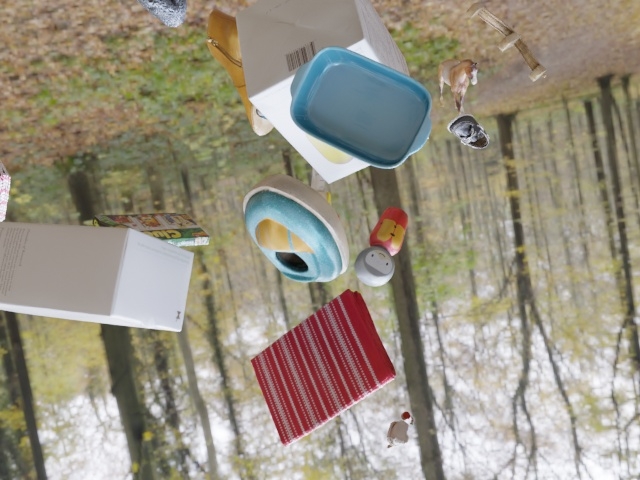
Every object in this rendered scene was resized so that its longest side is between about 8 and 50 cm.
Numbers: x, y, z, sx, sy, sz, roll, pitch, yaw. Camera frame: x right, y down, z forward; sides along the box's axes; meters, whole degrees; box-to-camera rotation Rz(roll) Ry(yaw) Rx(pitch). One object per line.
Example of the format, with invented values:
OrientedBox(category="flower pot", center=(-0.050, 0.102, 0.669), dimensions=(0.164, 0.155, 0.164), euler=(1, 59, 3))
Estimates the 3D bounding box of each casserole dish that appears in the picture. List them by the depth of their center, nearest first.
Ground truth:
OrientedBox(category="casserole dish", center=(0.050, -0.159, 0.907), dimensions=(0.188, 0.114, 0.037), euler=(29, -174, 19))

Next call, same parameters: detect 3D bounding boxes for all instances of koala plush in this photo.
OrientedBox(category="koala plush", center=(-0.338, -0.622, 1.682), dimensions=(0.221, 0.203, 0.196), euler=(-50, -154, 1))

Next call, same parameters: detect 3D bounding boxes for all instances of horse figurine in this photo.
OrientedBox(category="horse figurine", center=(0.372, -0.437, 2.074), dimensions=(0.066, 0.174, 0.263), euler=(-8, -152, -2))

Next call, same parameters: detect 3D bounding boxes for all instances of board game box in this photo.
OrientedBox(category="board game box", center=(-0.421, -0.025, 1.874), dimensions=(0.260, 0.030, 0.136), euler=(-5, -145, -42))

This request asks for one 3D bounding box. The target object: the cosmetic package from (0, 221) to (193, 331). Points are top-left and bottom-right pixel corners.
OrientedBox(category="cosmetic package", center=(-0.435, 0.064, 1.323), dimensions=(0.366, 0.155, 0.197), euler=(2, 167, 24))

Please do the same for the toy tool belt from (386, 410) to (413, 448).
OrientedBox(category="toy tool belt", center=(0.173, 0.428, 1.687), dimensions=(0.051, 0.052, 0.083), euler=(-47, -167, 47))

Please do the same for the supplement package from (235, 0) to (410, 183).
OrientedBox(category="supplement package", center=(0.023, -0.268, 1.222), dimensions=(0.199, 0.198, 0.263), euler=(-23, 145, 18))

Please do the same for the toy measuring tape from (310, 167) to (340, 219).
OrientedBox(category="toy measuring tape", center=(-0.001, -0.097, 1.901), dimensions=(0.121, 0.330, 0.121), euler=(4, 170, 1))

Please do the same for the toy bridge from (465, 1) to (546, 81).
OrientedBox(category="toy bridge", center=(0.353, -0.371, 1.394), dimensions=(0.063, 0.188, 0.026), euler=(-35, 171, -50))

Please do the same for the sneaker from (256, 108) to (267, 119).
OrientedBox(category="sneaker", center=(-0.069, -0.350, 1.797), dimensions=(0.191, 0.083, 0.071), euler=(-20, -145, -7))

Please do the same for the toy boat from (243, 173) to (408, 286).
OrientedBox(category="toy boat", center=(0.000, 0.000, 1.344), dimensions=(0.318, 0.267, 0.148), euler=(5, -125, 33))

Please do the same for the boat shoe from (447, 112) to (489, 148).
OrientedBox(category="boat shoe", center=(0.259, -0.187, 1.301), dimensions=(0.046, 0.038, 0.125), euler=(-37, 158, 20))

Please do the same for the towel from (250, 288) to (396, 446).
OrientedBox(category="towel", center=(0.001, 0.241, 1.421), dimensions=(0.275, 0.198, 0.031), euler=(-37, 149, 20))

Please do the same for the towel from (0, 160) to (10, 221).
OrientedBox(category="towel", center=(-0.847, -0.156, 1.918), dimensions=(0.029, 0.144, 0.197), euler=(-23, 159, -38))

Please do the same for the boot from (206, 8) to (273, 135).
OrientedBox(category="boot", center=(-0.203, -0.437, 1.935), dimensions=(0.104, 0.295, 0.211), euler=(-31, -131, -33))
